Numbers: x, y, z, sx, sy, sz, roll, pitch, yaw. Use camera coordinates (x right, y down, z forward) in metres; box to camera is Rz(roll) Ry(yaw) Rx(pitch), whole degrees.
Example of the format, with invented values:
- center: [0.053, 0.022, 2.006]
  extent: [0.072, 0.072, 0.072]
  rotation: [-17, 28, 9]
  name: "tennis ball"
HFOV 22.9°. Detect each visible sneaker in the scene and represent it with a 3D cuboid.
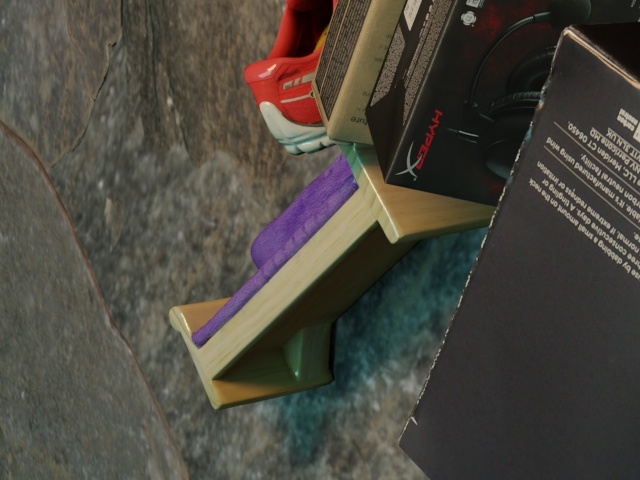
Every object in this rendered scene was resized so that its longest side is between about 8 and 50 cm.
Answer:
- center: [0.033, -0.199, 1.327]
  extent: [0.107, 0.279, 0.118]
  rotation: [-2, 135, 45]
  name: "sneaker"

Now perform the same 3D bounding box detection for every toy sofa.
- center: [0.000, 0.000, 1.484]
  extent: [0.362, 0.150, 0.177]
  rotation: [-45, 64, 46]
  name: "toy sofa"

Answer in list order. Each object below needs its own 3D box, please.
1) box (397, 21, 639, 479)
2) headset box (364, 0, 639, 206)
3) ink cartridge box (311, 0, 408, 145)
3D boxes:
- center: [0.269, 0.034, 1.001]
  extent: [0.179, 0.343, 0.313]
  rotation: [45, 130, 36]
  name: "box"
- center: [0.206, -0.126, 1.120]
  extent: [0.110, 0.293, 0.218]
  rotation: [-101, 28, -55]
  name: "headset box"
- center: [0.132, -0.159, 1.215]
  extent: [0.088, 0.234, 0.193]
  rotation: [-109, 33, -51]
  name: "ink cartridge box"
